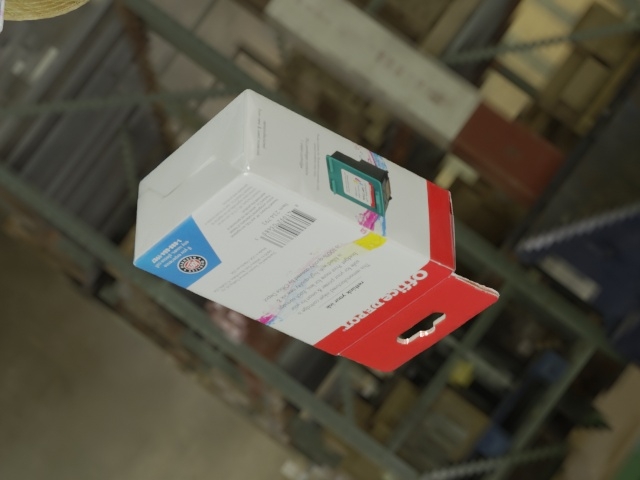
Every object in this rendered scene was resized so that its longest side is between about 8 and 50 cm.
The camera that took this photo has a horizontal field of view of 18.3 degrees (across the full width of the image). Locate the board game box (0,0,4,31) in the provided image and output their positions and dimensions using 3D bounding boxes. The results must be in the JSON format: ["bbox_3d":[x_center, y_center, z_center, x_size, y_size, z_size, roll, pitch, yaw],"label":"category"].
[{"bbox_3d":[-0.368,-0.313,1.408,0.066,0.318,0.318,144,135,-59],"label":"board game box"}]

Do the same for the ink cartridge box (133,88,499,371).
[{"bbox_3d":[0.000,0.000,1.405,0.134,0.231,0.078,-37,40,38],"label":"ink cartridge box"}]

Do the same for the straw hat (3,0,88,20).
[{"bbox_3d":[-0.242,-0.243,1.607,0.144,0.144,0.061,121,146,-58],"label":"straw hat"}]
